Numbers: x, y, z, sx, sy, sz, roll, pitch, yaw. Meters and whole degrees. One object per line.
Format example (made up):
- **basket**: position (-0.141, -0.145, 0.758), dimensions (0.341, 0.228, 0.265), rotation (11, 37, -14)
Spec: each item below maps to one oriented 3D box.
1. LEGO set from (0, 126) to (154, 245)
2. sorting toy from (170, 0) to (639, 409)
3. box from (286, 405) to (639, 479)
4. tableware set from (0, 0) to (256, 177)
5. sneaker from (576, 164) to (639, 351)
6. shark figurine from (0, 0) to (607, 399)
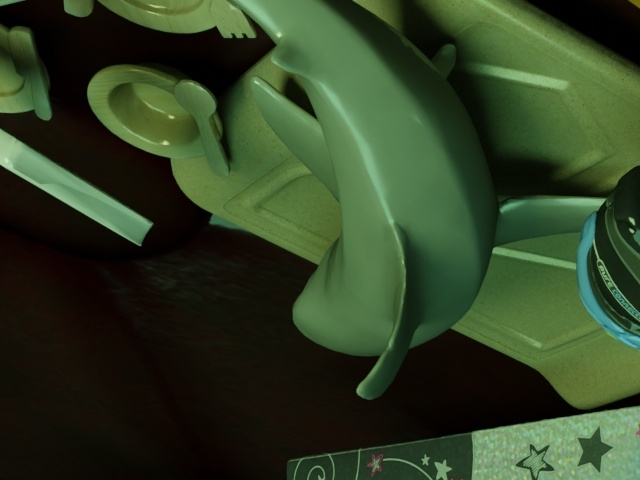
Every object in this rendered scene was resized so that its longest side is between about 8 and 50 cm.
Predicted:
- **LEGO set**: position (-0.175, -0.093, 0.537), dimensions (0.182, 0.060, 0.244), rotation (30, 177, 39)
- **sorting toy**: position (0.102, -0.033, 0.598), dimensions (0.229, 0.041, 0.307), rotation (30, 149, -19)
- **box**: position (0.122, 0.162, 0.796), dimensions (0.163, 0.142, 0.247), rotation (10, 161, -42)
- **tableware set**: position (-0.102, -0.080, 0.608), dimensions (0.169, 0.020, 0.141), rotation (12, 149, 14)
- **sneaker**: position (0.176, 0.011, 0.511), dimensions (0.188, 0.067, 0.078), rotation (7, 150, 7)
- **shark figurine**: position (0.006, -0.012, 0.535), dimensions (0.166, 0.116, 0.278), rotation (1, 148, 28)
